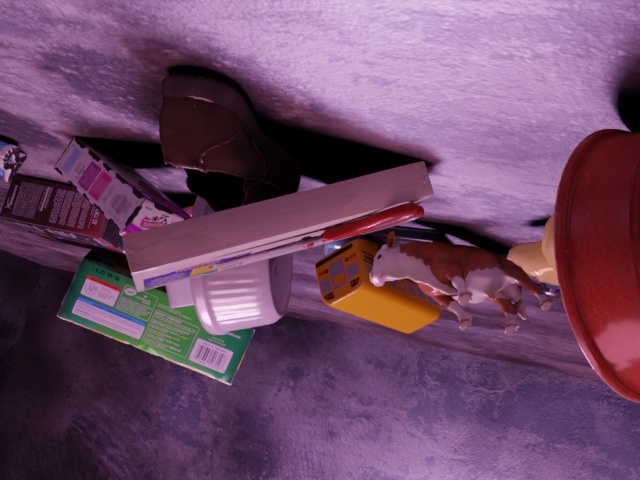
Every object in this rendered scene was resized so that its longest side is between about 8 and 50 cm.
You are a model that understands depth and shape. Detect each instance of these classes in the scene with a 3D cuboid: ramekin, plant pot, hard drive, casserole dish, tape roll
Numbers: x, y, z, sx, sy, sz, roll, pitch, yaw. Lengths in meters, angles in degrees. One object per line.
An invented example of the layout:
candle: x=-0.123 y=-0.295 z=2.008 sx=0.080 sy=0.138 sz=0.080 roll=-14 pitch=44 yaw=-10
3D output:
ramekin: x=-0.129 y=0.029 z=1.360 sx=0.127 sy=0.272 sz=0.273 roll=0 pitch=166 yaw=9
plant pot: x=0.392 y=0.002 z=0.669 sx=0.272 sy=0.272 sz=0.265 roll=22 pitch=157 yaw=-35
hard drive: x=0.168 y=0.000 z=1.438 sx=0.135 sy=0.022 sz=0.094 roll=8 pitch=166 yaw=29
casserole dish: x=0.056 y=0.019 z=1.626 sx=0.114 sy=0.037 sz=0.188 roll=13 pitch=167 yaw=2
tape roll: x=-0.208 y=0.076 z=1.760 sx=0.286 sy=0.100 sz=0.286 roll=-13 pitch=179 yaw=0

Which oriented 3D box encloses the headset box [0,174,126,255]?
headset box: x=-0.555 y=-0.048 z=1.836 sx=0.293 sy=0.110 sz=0.218 roll=11 pitch=169 yaw=14

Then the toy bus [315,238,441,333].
toy bus: x=0.137 y=0.095 z=1.556 sx=0.108 sy=0.130 sz=0.333 roll=-32 pitch=144 yaw=28

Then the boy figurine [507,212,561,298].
boy figurine: x=0.368 y=0.028 z=1.173 sx=0.177 sy=0.092 sz=0.285 roll=9 pitch=167 yaw=23

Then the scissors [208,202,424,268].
scissors: x=0.000 y=0.000 z=1.060 sx=0.297 sy=0.021 sz=0.109 roll=-18 pitch=176 yaw=2

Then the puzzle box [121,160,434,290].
puzzle box: x=-0.072 y=-0.013 z=1.109 sx=0.409 sy=0.052 sz=0.272 roll=-15 pitch=175 yaw=-14

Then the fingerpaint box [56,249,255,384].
fingerpaint box: x=-0.408 y=0.170 z=2.013 sx=0.445 sy=0.163 sz=0.371 roll=24 pitch=-178 yaw=-10

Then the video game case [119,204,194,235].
video game case: x=-0.248 y=-0.019 z=1.641 sx=0.285 sy=0.025 sz=0.204 roll=-13 pitch=156 yaw=30

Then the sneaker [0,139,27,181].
sneaker: x=-0.626 y=-0.168 z=1.529 sx=0.073 sy=0.063 sz=0.162 roll=33 pitch=161 yaw=-7

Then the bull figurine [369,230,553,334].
bull figurine: x=0.241 y=0.068 z=1.333 sx=0.310 sy=0.101 sz=0.188 roll=2 pitch=-145 yaw=-26

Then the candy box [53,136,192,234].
candy box: x=-0.328 y=-0.073 z=1.340 sx=0.233 sy=0.071 sz=0.159 roll=36 pitch=-178 yaw=34

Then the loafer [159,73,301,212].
loafer: x=-0.132 y=-0.096 z=1.068 sx=0.134 sy=0.130 sz=0.366 roll=10 pitch=168 yaw=19
